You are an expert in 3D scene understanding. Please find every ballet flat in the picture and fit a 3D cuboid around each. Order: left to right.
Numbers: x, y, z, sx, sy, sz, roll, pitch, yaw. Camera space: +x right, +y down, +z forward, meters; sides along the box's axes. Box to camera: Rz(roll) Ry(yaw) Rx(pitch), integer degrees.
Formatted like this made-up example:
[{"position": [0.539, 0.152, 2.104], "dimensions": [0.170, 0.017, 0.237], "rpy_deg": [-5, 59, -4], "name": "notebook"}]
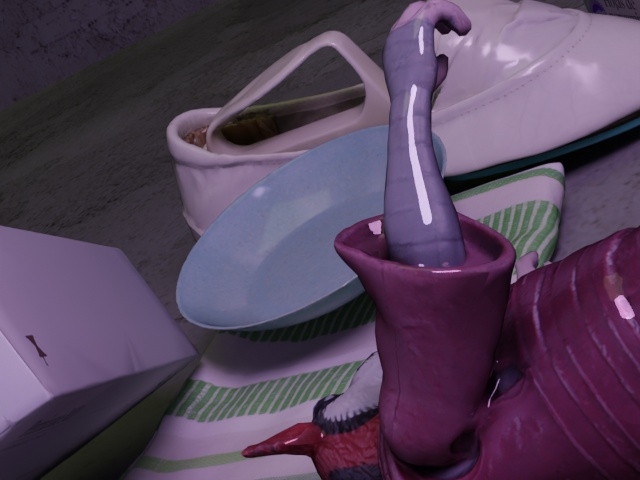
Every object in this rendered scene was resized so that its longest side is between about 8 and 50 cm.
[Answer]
[{"position": [0.061, -0.098, 0.927], "dimensions": [0.400, 0.139, 0.139], "rpy_deg": [-19, 20, 22], "name": "ballet flat"}]

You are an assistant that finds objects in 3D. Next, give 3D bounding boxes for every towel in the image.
[{"position": [0.008, 0.068, 0.779], "dimensions": [0.248, 0.038, 0.325], "rpy_deg": [-17, 22, 33], "name": "towel"}]

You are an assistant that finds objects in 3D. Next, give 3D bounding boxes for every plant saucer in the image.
[{"position": [0.000, 0.000, 0.830], "dimensions": [0.195, 0.037, 0.195], "rpy_deg": [-26, 28, 15], "name": "plant saucer"}]

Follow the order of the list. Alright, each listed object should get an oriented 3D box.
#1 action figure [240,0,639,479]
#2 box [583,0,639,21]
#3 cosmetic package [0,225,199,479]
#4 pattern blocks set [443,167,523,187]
[{"position": [0.136, 0.049, 0.500], "dimensions": [0.370, 0.248, 0.276], "rpy_deg": [-33, 55, 25], "name": "action figure"}, {"position": [0.286, -0.164, 0.933], "dimensions": [0.067, 0.063, 0.324], "rpy_deg": [-31, 18, -5], "name": "box"}, {"position": [-0.219, 0.115, 0.647], "dimensions": [0.284, 0.097, 0.377], "rpy_deg": [-36, -4, 0], "name": "cosmetic package"}, {"position": [0.076, -0.072, 1.071], "dimensions": [0.325, 0.026, 0.285], "rpy_deg": [-41, 21, -33], "name": "pattern blocks set"}]
